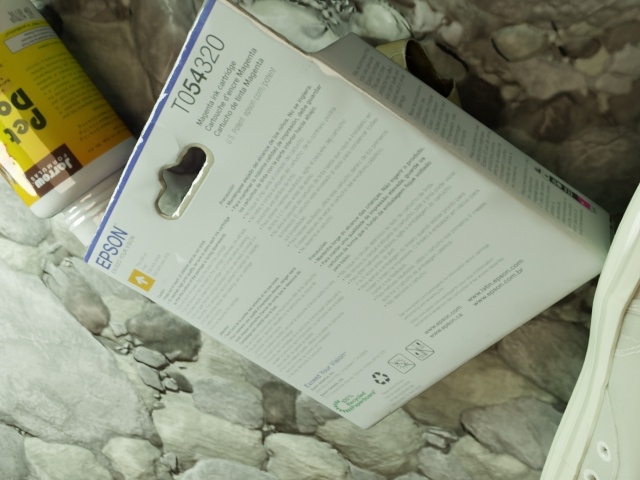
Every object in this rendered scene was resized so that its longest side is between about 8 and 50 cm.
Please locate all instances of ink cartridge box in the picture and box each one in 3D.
[{"bbox_3d":[0.000,0.000,0.567,0.330,0.071,0.324,34,133,-9],"label":"ink cartridge box"}]

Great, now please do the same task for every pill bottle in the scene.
[{"bbox_3d":[-0.250,-0.103,0.621,0.117,0.117,0.215,-28,105,30],"label":"pill bottle"}]

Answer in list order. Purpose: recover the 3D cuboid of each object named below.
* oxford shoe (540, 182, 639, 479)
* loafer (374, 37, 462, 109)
[{"bbox_3d":[0.273,0.083,0.488,0.130,0.169,0.449,34,132,43],"label":"oxford shoe"},{"bbox_3d":[0.089,-0.096,0.534,0.148,0.056,0.050,48,145,-9],"label":"loafer"}]
